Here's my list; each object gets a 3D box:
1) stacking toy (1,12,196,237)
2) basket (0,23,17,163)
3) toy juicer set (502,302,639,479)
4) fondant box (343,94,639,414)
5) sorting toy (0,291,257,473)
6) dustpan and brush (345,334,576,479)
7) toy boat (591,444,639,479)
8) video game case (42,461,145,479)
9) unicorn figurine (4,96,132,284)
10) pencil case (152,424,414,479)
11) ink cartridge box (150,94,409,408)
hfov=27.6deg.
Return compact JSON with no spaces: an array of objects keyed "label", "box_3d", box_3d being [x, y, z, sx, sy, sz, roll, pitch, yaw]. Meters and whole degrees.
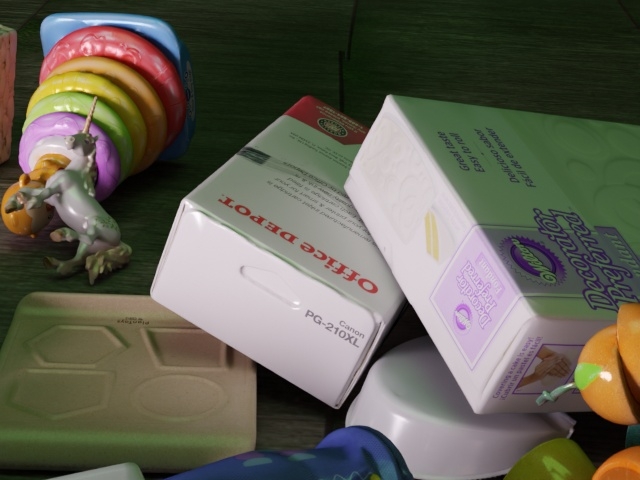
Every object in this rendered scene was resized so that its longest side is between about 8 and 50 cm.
[{"label":"stacking toy","box_3d":[-0.245,-0.099,1.315,0.166,0.175,0.302,5,33,12]},{"label":"basket","box_3d":[-0.392,-0.153,1.381,0.103,0.167,0.113,16,25,12]},{"label":"toy juicer set","box_3d":[0.266,0.079,0.842,0.329,0.209,0.089,-11,35,-29]},{"label":"fondant box","box_3d":[0.213,0.010,0.983,0.330,0.096,0.238,2,40,-30]},{"label":"sorting toy","box_3d":[-0.143,0.105,0.956,0.193,0.038,0.208,2,27,-3]},{"label":"dustpan and brush","box_3d":[0.052,0.131,0.903,0.211,0.060,0.147,-5,28,-36]},{"label":"toy boat","box_3d":[0.151,0.171,0.603,0.151,0.151,0.231,1,1,25]},{"label":"video game case","box_3d":[-0.148,0.188,0.507,0.227,0.026,0.206,-8,39,-25]},{"label":"unicorn figurine","box_3d":[-0.227,-0.037,1.189,0.060,0.162,0.111,-27,-2,43]},{"label":"pencil case","box_3d":[-0.098,0.178,0.670,0.306,0.119,0.133,-7,-18,-23]},{"label":"ink cartridge box","box_3d":[0.000,0.000,1.030,0.172,0.100,0.237,30,33,7]}]
